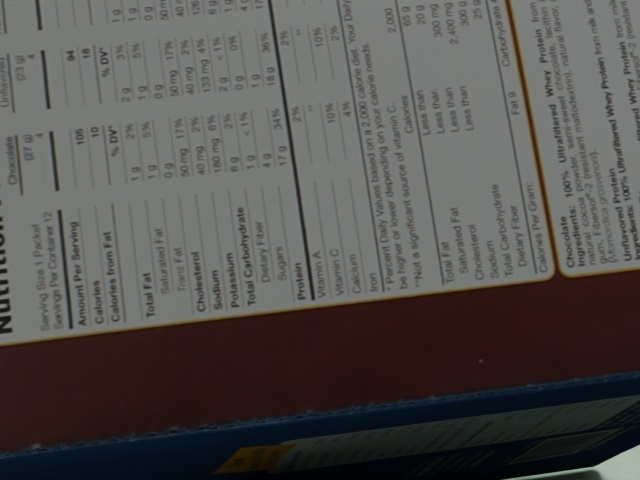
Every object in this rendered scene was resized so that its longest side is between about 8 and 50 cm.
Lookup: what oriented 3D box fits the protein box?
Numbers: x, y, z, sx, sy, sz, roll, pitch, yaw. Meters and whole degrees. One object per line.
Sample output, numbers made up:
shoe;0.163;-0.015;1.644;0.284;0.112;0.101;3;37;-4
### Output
protein box;0.000;0.000;0.431;0.201;0.136;0.200;-6;-15;-8
